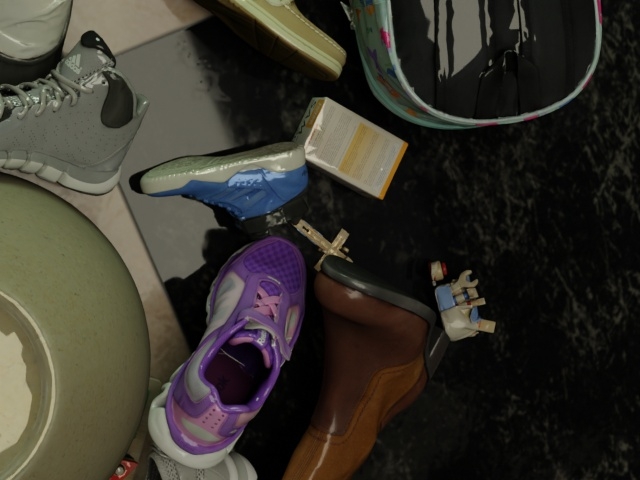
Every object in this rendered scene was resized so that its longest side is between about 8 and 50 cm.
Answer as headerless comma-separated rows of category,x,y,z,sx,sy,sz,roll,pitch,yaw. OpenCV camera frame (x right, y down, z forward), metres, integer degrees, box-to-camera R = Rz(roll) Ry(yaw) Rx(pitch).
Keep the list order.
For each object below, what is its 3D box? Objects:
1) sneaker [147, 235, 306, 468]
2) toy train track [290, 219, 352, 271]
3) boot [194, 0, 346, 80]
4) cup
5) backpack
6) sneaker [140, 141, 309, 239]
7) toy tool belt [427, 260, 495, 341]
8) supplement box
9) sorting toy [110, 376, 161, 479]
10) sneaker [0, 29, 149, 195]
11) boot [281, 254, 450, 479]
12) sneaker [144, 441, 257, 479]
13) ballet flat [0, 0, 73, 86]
sneaker,-0.062,0.086,1.099,0.095,0.104,0.236,31,54,-9
toy train track,0.000,0.000,1.200,0.083,0.014,0.048,39,80,-20
boot,-0.032,-0.259,1.114,0.213,0.077,0.165,37,78,-4
cup,-0.284,0.103,0.942,0.331,0.237,0.331,0,90,-13
backpack,0.134,-0.226,1.135,0.225,0.191,0.254,-11,91,-15
sneaker,-0.084,-0.035,1.137,0.152,0.058,0.085,-11,110,-12
toy tool belt,0.141,0.056,1.241,0.051,0.052,0.083,-14,82,4
supplement box,0.026,-0.087,1.189,0.098,0.036,0.062,28,85,-23
sorting toy,-0.210,0.177,1.114,0.274,0.046,0.132,19,88,-23
sneaker,-0.235,-0.121,1.008,0.228,0.086,0.132,12,119,-49
boot,-0.005,0.166,1.121,0.096,0.264,0.280,30,82,19
sneaker,-0.167,0.303,1.104,0.115,0.105,0.281,28,81,-34
ballet flat,-0.241,-0.239,1.032,0.095,0.096,0.281,10,92,-24
